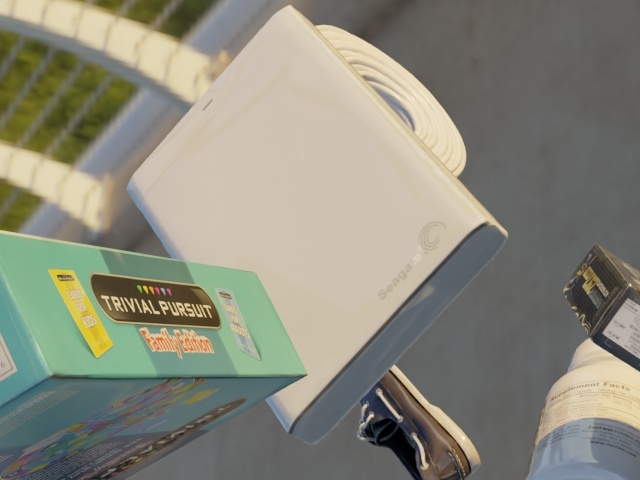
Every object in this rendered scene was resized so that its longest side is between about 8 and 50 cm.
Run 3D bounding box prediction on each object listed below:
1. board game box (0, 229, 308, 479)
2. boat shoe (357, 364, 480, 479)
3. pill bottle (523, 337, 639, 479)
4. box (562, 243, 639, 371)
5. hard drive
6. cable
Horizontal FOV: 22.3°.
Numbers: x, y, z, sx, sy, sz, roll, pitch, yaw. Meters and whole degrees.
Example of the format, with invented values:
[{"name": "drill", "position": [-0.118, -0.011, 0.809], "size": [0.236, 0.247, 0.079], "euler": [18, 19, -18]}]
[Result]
[{"name": "board game box", "position": [-0.182, 0.099, 0.879], "size": [0.253, 0.336, 0.079], "euler": [-30, 77, 14]}, {"name": "boat shoe", "position": [0.065, 0.169, 1.570], "size": [0.206, 0.065, 0.075], "euler": [40, 157, 37]}, {"name": "pill bottle", "position": [0.268, 0.192, 1.534], "size": [0.131, 0.131, 0.229], "euler": [-57, 3, 36]}, {"name": "box", "position": [0.315, 0.100, 1.323], "size": [0.059, 0.232, 0.183], "euler": [-56, 4, 10]}, {"name": "hard drive", "position": [-0.016, -0.022, 1.212], "size": [0.203, 0.040, 0.307], "euler": [-48, 45, 10]}, {"name": "cable", "position": [0.053, -0.138, 1.896], "size": [0.089, 0.257, 0.257], "euler": [-49, 58, 31]}]
